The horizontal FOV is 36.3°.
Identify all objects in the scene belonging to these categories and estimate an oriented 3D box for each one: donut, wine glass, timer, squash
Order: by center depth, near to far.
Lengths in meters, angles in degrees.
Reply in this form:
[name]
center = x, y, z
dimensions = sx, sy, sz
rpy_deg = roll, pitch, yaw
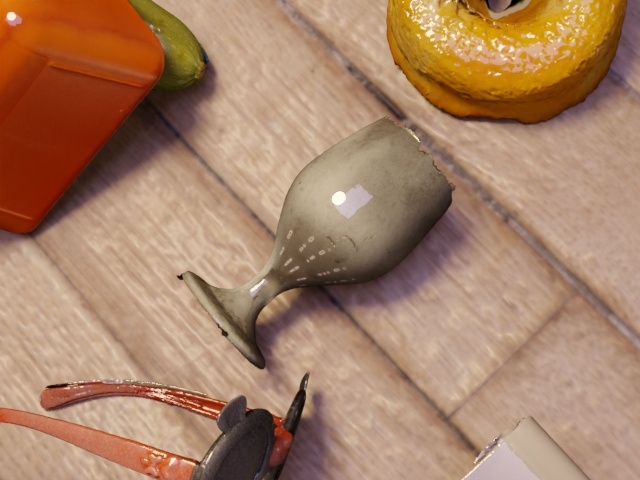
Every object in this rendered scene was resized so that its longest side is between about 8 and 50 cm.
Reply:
[wine glass]
center = 0.000, 0.000, 0.880
dimensions = 0.241, 0.126, 0.126
rpy_deg = -40, 74, -2
[timer]
center = -0.317, -0.181, 0.927
dimensions = 0.257, 0.161, 0.250
rpy_deg = -45, 58, 22
[donut]
center = 0.180, -0.239, 0.937
dimensions = 0.253, 0.118, 0.254
rpy_deg = 0, 90, 7
[squash]
center = -0.255, -0.255, 0.998
dimensions = 0.341, 0.094, 0.094
rpy_deg = 39, 82, 14

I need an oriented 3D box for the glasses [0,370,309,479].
[glasses]
center = -0.151, 0.137, 0.807
dimensions = 0.268, 0.234, 0.118
rpy_deg = 16, 93, 14

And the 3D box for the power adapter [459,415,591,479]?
[power adapter]
center = 0.185, 0.295, 0.780
dimensions = 0.187, 0.124, 0.255
rpy_deg = -42, 75, -4
